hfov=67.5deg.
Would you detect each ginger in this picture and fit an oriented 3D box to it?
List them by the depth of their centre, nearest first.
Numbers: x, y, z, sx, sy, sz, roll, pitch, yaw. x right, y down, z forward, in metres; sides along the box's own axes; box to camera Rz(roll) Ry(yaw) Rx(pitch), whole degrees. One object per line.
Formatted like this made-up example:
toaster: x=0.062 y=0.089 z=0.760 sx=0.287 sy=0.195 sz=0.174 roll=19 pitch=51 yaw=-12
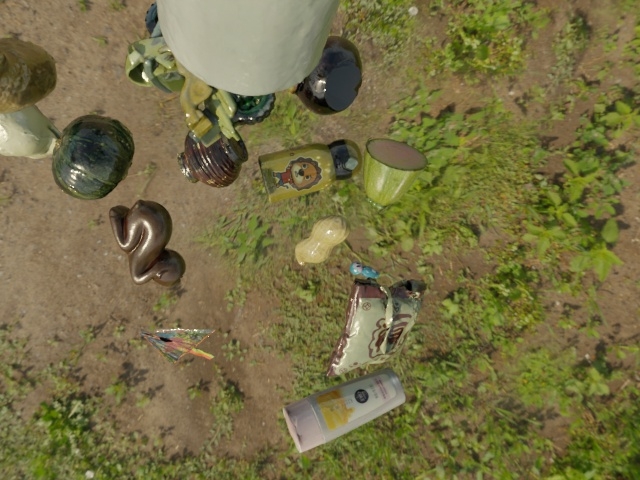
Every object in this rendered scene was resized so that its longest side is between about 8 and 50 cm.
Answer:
ginger: x=-0.633 y=-0.334 z=0.953 sx=0.138 sy=0.267 sz=0.152 roll=21 pitch=110 yaw=0

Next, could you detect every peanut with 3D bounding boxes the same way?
peanut: x=0.000 y=0.000 z=1.147 sx=0.082 sy=0.082 sz=0.187 roll=35 pitch=126 yaw=-9

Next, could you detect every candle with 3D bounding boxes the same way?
candle: x=-0.074 y=-0.294 z=0.521 sx=0.221 sy=0.342 sz=0.221 roll=4 pitch=72 yaw=-13

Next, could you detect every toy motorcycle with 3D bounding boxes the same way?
toy motorcycle: x=-0.300 y=-0.394 z=1.130 sx=0.237 sy=0.169 sz=0.410 roll=-44 pitch=78 yaw=-2

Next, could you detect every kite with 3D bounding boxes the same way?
kite: x=-0.318 y=0.235 z=1.083 sx=0.183 sy=0.014 sz=0.241 roll=31 pitch=134 yaw=-29

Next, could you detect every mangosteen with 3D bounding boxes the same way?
mangosteen: x=0.008 y=-0.576 z=1.654 sx=0.288 sy=0.233 sz=0.287 roll=-19 pitch=138 yaw=-18

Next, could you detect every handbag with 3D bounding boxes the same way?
handbag: x=0.124 y=0.190 z=1.069 sx=0.213 sy=0.127 sz=0.235 roll=1 pitch=115 yaw=-35

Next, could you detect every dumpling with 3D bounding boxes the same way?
dumpling: x=-0.820 y=-0.289 z=1.269 sx=0.193 sy=0.147 sz=0.258 roll=-31 pitch=140 yaw=29

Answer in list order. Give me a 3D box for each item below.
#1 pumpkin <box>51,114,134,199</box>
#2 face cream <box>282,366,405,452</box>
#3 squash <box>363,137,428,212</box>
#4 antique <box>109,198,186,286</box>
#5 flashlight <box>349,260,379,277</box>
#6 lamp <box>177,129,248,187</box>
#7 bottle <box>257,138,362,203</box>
pumpkin: x=-0.474 y=-0.175 z=1.001 sx=0.146 sy=0.190 sz=0.190 roll=19 pitch=104 yaw=-51
face cream: x=0.056 y=0.376 z=1.080 sx=0.269 sy=0.107 sz=0.073 roll=-17 pitch=143 yaw=-17
squash: x=0.104 y=-0.090 z=0.791 sx=0.105 sy=0.105 sz=0.132 roll=13 pitch=127 yaw=-6
antique: x=-0.451 y=0.012 z=1.297 sx=0.144 sy=0.121 sz=0.256 roll=-13 pitch=103 yaw=12
flashlight: x=0.163 y=0.111 z=1.761 sx=0.129 sy=0.051 sz=0.051 roll=21 pitch=101 yaw=-37
lamp: x=-0.380 y=-0.294 z=1.676 sx=0.247 sy=0.247 sz=0.246 roll=-1 pitch=102 yaw=-3
bottle: x=-0.029 y=-0.253 z=1.645 sx=0.351 sy=0.171 sz=0.171 roll=-16 pitch=102 yaw=-3
